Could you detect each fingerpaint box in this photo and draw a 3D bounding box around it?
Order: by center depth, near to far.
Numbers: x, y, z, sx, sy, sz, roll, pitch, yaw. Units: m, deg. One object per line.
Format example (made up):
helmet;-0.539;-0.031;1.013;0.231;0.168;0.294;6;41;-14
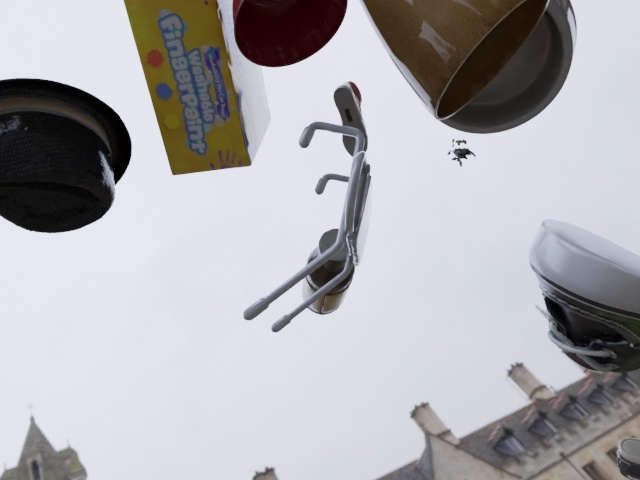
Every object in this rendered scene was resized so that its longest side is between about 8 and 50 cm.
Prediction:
fingerpaint box;-0.230;-0.401;0.997;0.163;0.371;0.444;-7;-63;4

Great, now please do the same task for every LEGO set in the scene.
LEGO set;0.279;-0.182;1.011;0.054;0.083;0.023;-6;-42;-9

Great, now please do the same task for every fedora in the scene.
fedora;-0.480;-0.115;0.880;0.334;0.152;0.334;-26;-29;-16

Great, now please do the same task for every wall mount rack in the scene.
wall mount rack;0.000;0.000;0.801;0.350;0.131;0.304;67;-144;-74

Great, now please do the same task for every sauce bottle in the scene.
sauce bottle;0.020;0.073;1.114;0.111;0.111;0.344;-26;-17;-16

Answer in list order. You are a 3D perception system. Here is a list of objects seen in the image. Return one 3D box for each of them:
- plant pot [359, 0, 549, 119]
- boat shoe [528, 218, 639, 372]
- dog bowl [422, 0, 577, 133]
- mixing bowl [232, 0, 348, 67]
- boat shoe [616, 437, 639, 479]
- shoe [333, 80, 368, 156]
plant pot;0.184;-0.371;0.819;0.237;0.254;0.237;-39;-13;-11
boat shoe;0.236;0.060;0.416;0.301;0.108;0.102;12;-69;-50
dog bowl;0.346;-0.378;1.047;0.349;0.102;0.348;8;-48;9
mixing bowl;-0.059;-0.364;0.763;0.181;0.098;0.181;-21;-21;-9
boat shoe;0.610;0.398;0.846;0.075;0.206;0.065;-31;-54;-51
shoe;0.082;-0.294;1.226;0.063;0.081;0.178;-7;-64;24
